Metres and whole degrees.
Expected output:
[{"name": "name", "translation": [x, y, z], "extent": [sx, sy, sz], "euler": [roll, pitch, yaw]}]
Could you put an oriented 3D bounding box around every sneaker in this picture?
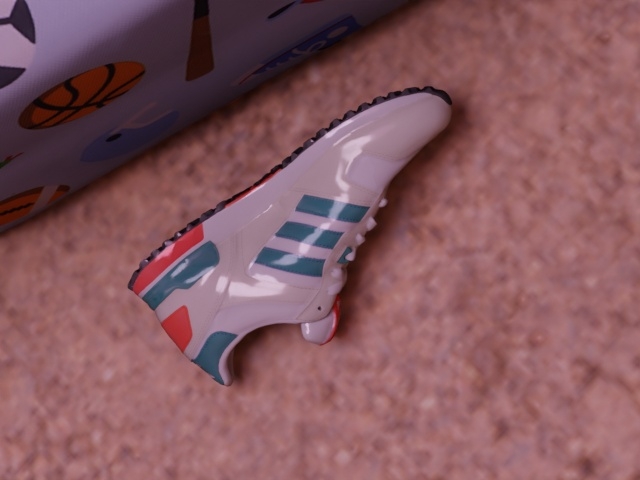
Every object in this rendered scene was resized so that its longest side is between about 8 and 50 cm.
[{"name": "sneaker", "translation": [0.000, 0.000, 0.690], "extent": [0.161, 0.057, 0.075], "euler": [-34, 90, 8]}]

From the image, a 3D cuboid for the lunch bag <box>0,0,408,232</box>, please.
[{"name": "lunch bag", "translation": [-0.145, -0.226, 0.673], "extent": [0.327, 0.239, 0.385], "euler": [-29, 81, 12]}]
